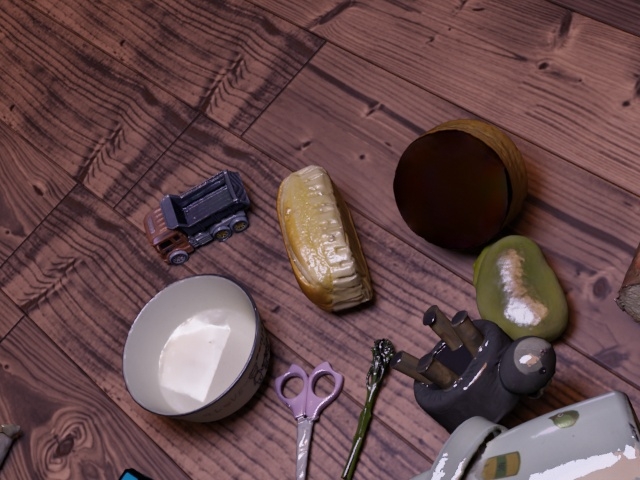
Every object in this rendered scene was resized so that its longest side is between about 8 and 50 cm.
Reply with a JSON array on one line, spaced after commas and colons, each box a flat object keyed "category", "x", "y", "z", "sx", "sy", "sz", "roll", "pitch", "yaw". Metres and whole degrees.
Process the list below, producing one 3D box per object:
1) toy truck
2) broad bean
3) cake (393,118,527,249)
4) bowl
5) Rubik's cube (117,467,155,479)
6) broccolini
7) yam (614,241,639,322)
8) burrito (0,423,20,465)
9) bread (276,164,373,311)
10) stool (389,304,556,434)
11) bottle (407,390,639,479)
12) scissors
[{"category": "toy truck", "x": -0.211, "y": -0.042, "z": 1.758, "sx": 0.192, "sy": 0.092, "sz": 0.083, "roll": -28, "pitch": 54, "yaw": 7}, {"category": "broad bean", "x": 0.282, "y": 0.070, "z": 1.463, "sx": 0.124, "sy": 0.082, "sz": 0.174, "roll": -20, "pitch": 54, "yaw": 17}, {"category": "cake", "x": 0.227, "y": -0.095, "z": 1.545, "sx": 0.207, "sy": 0.185, "sz": 0.178, "roll": -18, "pitch": 9, "yaw": 39}, {"category": "bowl", "x": -0.178, "y": 0.181, "z": 1.583, "sx": 0.237, "sy": 0.126, "sz": 0.238, "roll": -12, "pitch": 57, "yaw": 18}, {"category": "Rubik's cube", "x": -0.209, "y": 0.451, "z": 1.396, "sx": 0.184, "sy": 0.187, "sz": 0.182, "roll": 21, "pitch": 72, "yaw": 36}, {"category": "broccolini", "x": 0.065, "y": 0.245, "z": 1.493, "sx": 0.042, "sy": 0.044, "sz": 0.218, "roll": 16, "pitch": 73, "yaw": 15}, {"category": "yam", "x": 0.504, "y": 0.005, "z": 1.377, "sx": 0.238, "sy": 0.129, "sz": 0.128, "roll": -60, "pitch": 20, "yaw": -17}, {"category": "burrito", "x": -0.641, "y": 0.437, "z": 1.663, "sx": 0.175, "sy": 0.107, "sz": 0.348, "roll": 16, "pitch": 70, "yaw": 18}, {"category": "bread", "x": 0.000, "y": 0.000, "z": 1.603, "sx": 0.106, "sy": 0.140, "sz": 0.236, "roll": -22, "pitch": 53, "yaw": 7}, {"category": "stool", "x": 0.207, "y": 0.160, "z": 1.368, "sx": 0.228, "sy": 0.139, "sz": 0.153, "roll": -37, "pitch": 21, "yaw": 32}, {"category": "bottle", "x": 0.242, "y": 0.326, "z": 1.253, "sx": 0.351, "sy": 0.229, "sz": 0.229, "roll": -22, "pitch": 54, "yaw": 16}, {"category": "scissors", "x": -0.022, "y": 0.279, "z": 1.516, "sx": 0.110, "sy": 0.021, "sz": 0.212, "roll": -7, "pitch": 58, "yaw": 18}]
